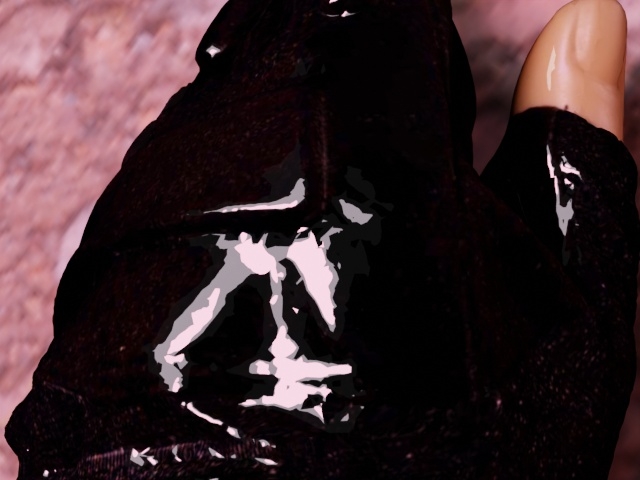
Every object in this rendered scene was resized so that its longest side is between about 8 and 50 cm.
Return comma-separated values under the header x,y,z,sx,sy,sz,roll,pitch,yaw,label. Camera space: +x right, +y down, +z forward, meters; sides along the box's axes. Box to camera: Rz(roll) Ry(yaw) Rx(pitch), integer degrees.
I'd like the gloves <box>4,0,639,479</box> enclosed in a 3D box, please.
x,y,z,sx,sy,sz,roll,pitch,yaw,label
0.000,0.000,0.441,0.164,0.124,0.203,-12,68,14,gloves
